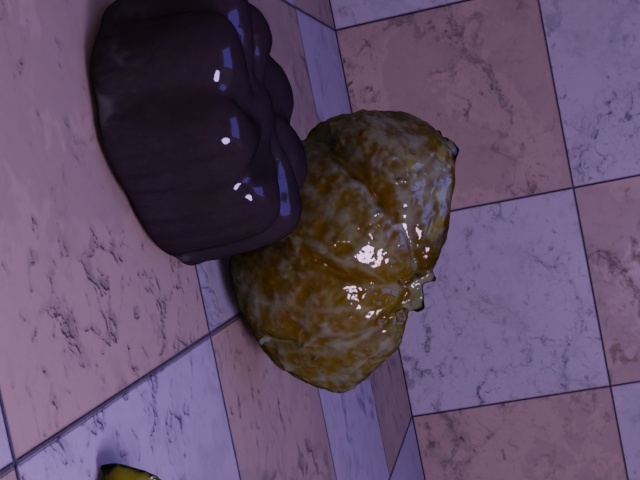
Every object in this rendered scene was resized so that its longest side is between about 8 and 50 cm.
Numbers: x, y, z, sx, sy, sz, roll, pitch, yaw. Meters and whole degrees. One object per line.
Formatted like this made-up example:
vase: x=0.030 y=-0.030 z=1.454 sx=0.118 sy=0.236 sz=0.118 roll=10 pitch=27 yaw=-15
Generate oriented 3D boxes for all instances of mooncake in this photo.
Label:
mooncake: x=-0.119 y=-0.124 z=1.142 sx=0.306 sy=0.154 sz=0.306 roll=-10 pitch=90 yaw=-76

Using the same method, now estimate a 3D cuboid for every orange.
orange: x=0.000 y=0.000 z=1.346 sx=0.271 sy=0.210 sz=0.368 roll=44 pitch=-64 yaw=53

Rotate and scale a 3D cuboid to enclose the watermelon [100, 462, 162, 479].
watermelon: x=-0.131 y=0.335 z=0.857 sx=0.129 sy=0.123 sz=0.301 roll=22 pitch=53 yaw=-38
